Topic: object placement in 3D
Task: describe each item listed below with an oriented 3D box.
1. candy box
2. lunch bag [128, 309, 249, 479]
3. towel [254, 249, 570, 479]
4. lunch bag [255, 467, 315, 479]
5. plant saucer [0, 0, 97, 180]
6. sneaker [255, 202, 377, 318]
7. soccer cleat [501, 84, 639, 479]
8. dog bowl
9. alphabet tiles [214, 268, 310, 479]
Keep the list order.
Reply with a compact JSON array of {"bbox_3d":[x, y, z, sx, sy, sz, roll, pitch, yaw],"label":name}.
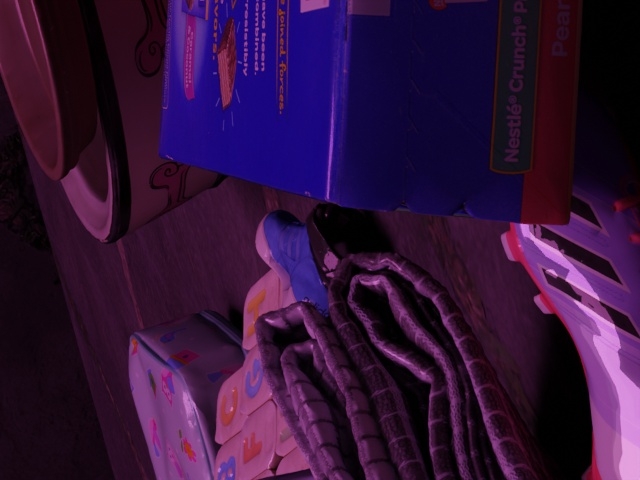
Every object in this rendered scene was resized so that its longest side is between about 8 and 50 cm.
[{"bbox_3d":[0.016,-0.155,0.967,0.317,0.122,0.268,-158,72,-73],"label":"candy box"},{"bbox_3d":[-0.087,0.219,1.930,0.224,0.108,0.279,25,132,64],"label":"lunch bag"},{"bbox_3d":[0.094,0.166,1.055,0.235,0.121,0.283,57,-178,-47],"label":"towel"},{"bbox_3d":[0.027,0.301,1.341,0.115,0.243,0.303,-21,-85,-60],"label":"lunch bag"},{"bbox_3d":[-0.226,-0.183,1.533,0.278,0.041,0.277,164,90,-76],"label":"plant saucer"},{"bbox_3d":[0.001,0.000,1.446,0.084,0.058,0.152,-56,23,20],"label":"sneaker"},{"bbox_3d":[0.153,0.041,0.929,0.095,0.083,0.248,-11,92,50],"label":"soccer cleat"},{"bbox_3d":[-0.169,-0.210,1.668,0.408,0.150,0.408,164,90,-75],"label":"dog bowl"},{"bbox_3d":[-0.027,0.143,1.519,0.278,0.021,0.284,139,138,-55],"label":"alphabet tiles"}]
